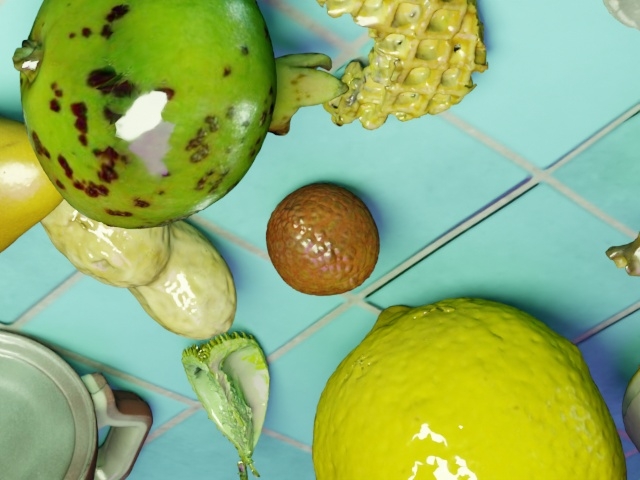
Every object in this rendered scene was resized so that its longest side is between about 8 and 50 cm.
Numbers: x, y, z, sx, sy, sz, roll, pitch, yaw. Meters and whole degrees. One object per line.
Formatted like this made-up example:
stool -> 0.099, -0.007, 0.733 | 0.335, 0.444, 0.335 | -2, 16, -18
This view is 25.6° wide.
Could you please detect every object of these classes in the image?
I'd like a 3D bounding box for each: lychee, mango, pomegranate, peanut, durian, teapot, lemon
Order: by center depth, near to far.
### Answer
pomegranate -> -0.104, -0.112, 1.052 | 0.263, 0.211, 0.211 | 4, 142, -30
mango -> -0.303, -0.039, 1.163 | 0.253, 0.113, 0.138 | -9, 129, 29
peanut -> -0.160, 0.010, 1.272 | 0.098, 0.103, 0.229 | -17, 140, 35
lychee -> -0.001, -0.004, 1.287 | 0.114, 0.140, 0.101 | 4, 106, 12
lemon -> 0.147, 0.223, 1.400 | 0.336, 0.336, 0.336 | -4, 142, -3
durian -> -0.098, 0.166, 1.479 | 0.086, 0.100, 0.215 | -9, 135, 9
teapot -> -0.322, 0.249, 1.494 | 0.315, 0.233, 0.312 | -23, 155, -24

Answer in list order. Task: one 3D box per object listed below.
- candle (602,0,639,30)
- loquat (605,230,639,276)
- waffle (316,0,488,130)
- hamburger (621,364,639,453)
candle -> 0.249, -0.243, 1.034 | 0.192, 0.068, 0.168 | 25, 131, -38
loquat -> 0.369, -0.020, 1.230 | 0.246, 0.213, 0.213 | -23, 139, 22
waffle -> 0.055, -0.162, 1.124 | 0.149, 0.051, 0.194 | -16, 141, 10
hamburger -> 0.479, 0.189, 1.551 | 0.295, 0.151, 0.227 | 7, 146, -25
